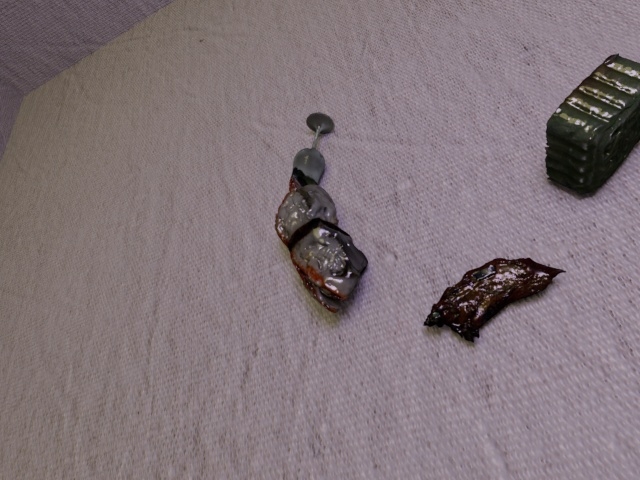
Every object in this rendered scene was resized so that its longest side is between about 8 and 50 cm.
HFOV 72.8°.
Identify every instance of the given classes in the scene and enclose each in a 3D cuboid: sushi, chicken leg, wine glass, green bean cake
[{"bbox_3d":[0.000,0.000,0.903,0.130,0.124,0.332,-41,51,13],"label":"sushi"},{"bbox_3d":[0.281,0.091,0.734,0.234,0.063,0.105,-36,56,3],"label":"chicken leg"},{"bbox_3d":[-0.020,-0.218,1.076,0.079,0.079,0.195,-2,59,27],"label":"wine glass"},{"bbox_3d":[0.470,-0.186,0.729,0.173,0.181,0.094,-44,52,-6],"label":"green bean cake"}]
